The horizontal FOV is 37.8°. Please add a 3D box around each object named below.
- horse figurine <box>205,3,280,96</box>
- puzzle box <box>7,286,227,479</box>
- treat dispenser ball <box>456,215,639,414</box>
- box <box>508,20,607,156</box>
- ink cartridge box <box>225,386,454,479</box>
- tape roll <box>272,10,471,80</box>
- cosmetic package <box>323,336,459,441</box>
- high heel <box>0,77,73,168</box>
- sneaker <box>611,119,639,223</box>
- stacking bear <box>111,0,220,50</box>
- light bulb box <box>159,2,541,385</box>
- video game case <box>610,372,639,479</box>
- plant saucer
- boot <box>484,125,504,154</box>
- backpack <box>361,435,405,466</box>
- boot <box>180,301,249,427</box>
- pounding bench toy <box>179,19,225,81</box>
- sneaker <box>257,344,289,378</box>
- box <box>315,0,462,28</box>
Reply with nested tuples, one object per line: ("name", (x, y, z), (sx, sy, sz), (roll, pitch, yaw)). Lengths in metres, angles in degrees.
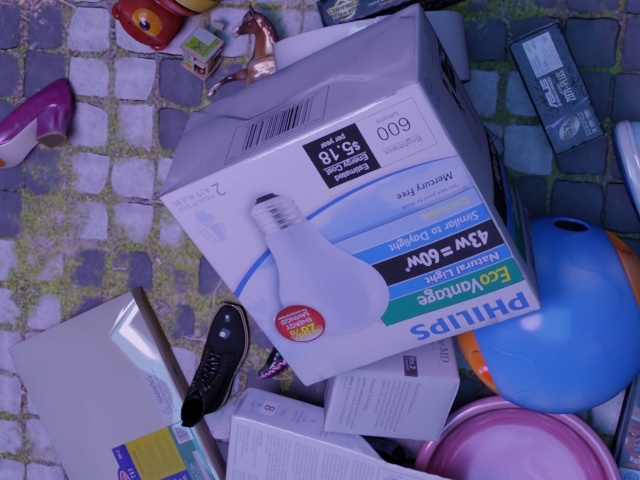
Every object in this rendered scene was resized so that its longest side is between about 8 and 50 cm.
("horse figurine", (-0.073, -0.229, 1.524), (0.263, 0.066, 0.174), (47, 110, 5))
("puzzle box", (-0.354, 0.319, 1.665), (0.272, 0.052, 0.409), (-24, 92, 14))
("treat dispenser ball", (0.338, 0.107, 1.363), (0.288, 0.288, 0.288), (2, 98, 12))
("box", (0.349, -0.223, 1.390), (0.077, 0.147, 0.180), (-23, 93, 14))
("ink cartridge box", (0.033, 0.427, 1.524), (0.385, 0.091, 0.308), (14, 120, 10))
("tape roll", (0.076, -0.260, 1.373), (0.286, 0.286, 0.100), (-7, 95, 13))
("cosmetic package", (0.104, 0.202, 1.451), (0.183, 0.151, 0.151), (5, 131, -6))
("high heel", (-0.537, -0.203, 1.637), (0.244, 0.082, 0.117), (-16, 62, 27))
("sneaker", (0.572, -0.063, 1.377), (0.208, 0.127, 0.319), (-25, 101, 16))
("stacking bear", (-0.212, -0.425, 1.483), (0.175, 0.164, 0.289), (36, 117, -25))
("light bulb box", (0.051, -0.046, 1.219), (0.358, 0.225, 0.361), (-22, 122, 22))
("video game case", (0.600, 0.285, 1.461), (0.248, 0.035, 0.275), (12, 100, 11))
("plant saucer", (0.313, 0.408, 1.501), (0.332, 0.084, 0.332), (0, 90, 12))
("boot", (0.159, -0.099, 1.453), (0.123, 0.095, 0.258), (44, 78, 4))
("backpack", (0.077, 0.377, 1.561), (0.114, 0.084, 0.105), (15, 102, 17))
("boot", (-0.178, 0.210, 1.568), (0.077, 0.137, 0.198), (11, 99, 10))
("pounding bench toy", (-0.186, -0.316, 1.542), (0.052, 0.065, 0.083), (34, 68, 6))
("sneaker", (-0.067, 0.186, 1.593), (0.119, 0.047, 0.057), (-43, 72, 10))
("box", (0.117, -0.363, 1.407), (0.220, 0.175, 0.051), (-17, 93, 13))
